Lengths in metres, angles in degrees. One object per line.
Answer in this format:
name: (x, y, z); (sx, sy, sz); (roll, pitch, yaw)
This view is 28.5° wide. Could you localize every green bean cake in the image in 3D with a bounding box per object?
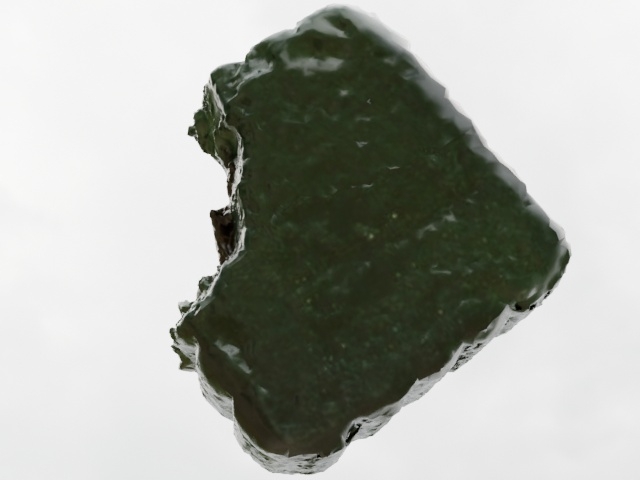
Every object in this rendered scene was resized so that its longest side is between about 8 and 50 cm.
green bean cake: (0.000, 0.000, 1.035); (0.308, 0.300, 0.169); (54, -15, 11)
